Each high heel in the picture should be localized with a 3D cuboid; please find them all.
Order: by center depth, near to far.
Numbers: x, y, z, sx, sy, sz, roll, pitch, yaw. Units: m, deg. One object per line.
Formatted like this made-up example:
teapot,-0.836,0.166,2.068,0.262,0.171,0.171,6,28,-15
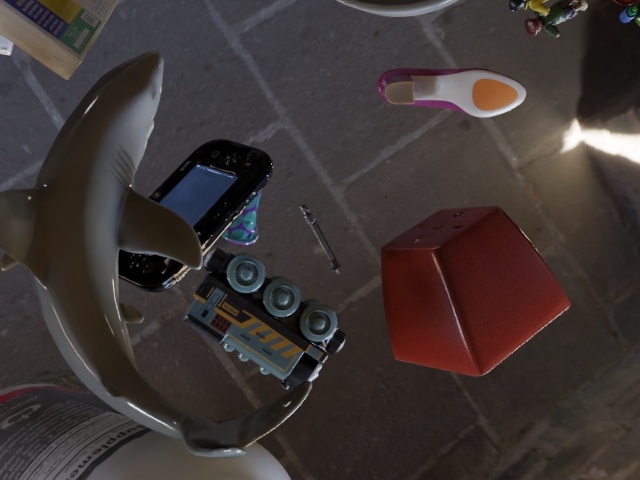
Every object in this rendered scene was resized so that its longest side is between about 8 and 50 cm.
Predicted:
high heel,0.219,-0.258,1.353,0.243,0.117,0.082,-4,111,0

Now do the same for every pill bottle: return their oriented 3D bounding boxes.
pill bottle,-0.120,0.193,0.492,0.176,0.318,0.177,1,89,-44

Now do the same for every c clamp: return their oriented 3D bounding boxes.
c clamp,0.000,0.000,1.460,0.022,0.137,0.161,-29,104,0

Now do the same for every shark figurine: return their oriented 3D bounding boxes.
shark figurine,-0.132,0.021,0.440,0.166,0.116,0.278,-30,62,10

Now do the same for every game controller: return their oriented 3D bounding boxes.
game controller,-0.219,-0.049,1.307,0.166,0.067,0.319,25,60,26

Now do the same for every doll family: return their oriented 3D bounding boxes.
doll family,0.305,-0.389,1.177,0.111,0.076,0.193,-29,68,-1

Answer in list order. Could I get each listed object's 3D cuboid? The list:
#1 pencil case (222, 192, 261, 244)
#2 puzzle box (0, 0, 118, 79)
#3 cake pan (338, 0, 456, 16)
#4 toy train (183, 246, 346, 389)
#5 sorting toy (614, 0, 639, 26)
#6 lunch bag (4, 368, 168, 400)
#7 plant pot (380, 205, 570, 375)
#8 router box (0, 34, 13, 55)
pencil case,-0.141,-0.070,1.502,0.070,0.064,0.152,10,94,-17
puzzle box,-0.510,-0.472,1.433,0.272,0.409,0.052,36,119,-22
cake pan,0.103,-0.402,0.966,0.293,0.054,0.293,-2,78,11
toy train,-0.115,0.159,1.606,0.334,0.142,0.190,35,86,-9
sorting toy,0.463,-0.347,1.150,0.102,0.042,0.061,38,91,1
lunch bag,-0.366,0.328,1.302,0.235,0.287,0.169,35,99,28
plant pot,0.268,0.077,1.538,0.267,0.267,0.236,-32,105,-27
router box,-0.751,-0.418,1.355,0.301,0.335,0.082,26,106,24
